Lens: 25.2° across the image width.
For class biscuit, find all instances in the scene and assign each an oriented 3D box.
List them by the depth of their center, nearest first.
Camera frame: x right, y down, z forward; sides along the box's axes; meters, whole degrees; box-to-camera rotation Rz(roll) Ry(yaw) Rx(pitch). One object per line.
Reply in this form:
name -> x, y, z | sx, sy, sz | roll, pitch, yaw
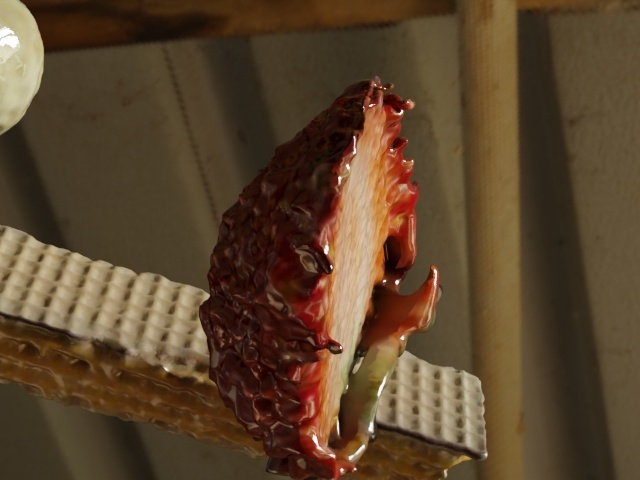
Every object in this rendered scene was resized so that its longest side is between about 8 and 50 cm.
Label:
biscuit -> -0.089, 0.067, 0.852 | 0.378, 0.094, 0.054 | 17, -59, -6

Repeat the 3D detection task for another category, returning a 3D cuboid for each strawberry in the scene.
strawberry -> -0.005, 0.000, 0.607 | 0.087, 0.167, 0.208 | 13, -42, 16

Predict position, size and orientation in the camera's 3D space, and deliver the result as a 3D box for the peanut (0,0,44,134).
peanut -> -0.262, -0.140, 0.776 | 0.256, 0.124, 0.123 | 27, -43, -30
